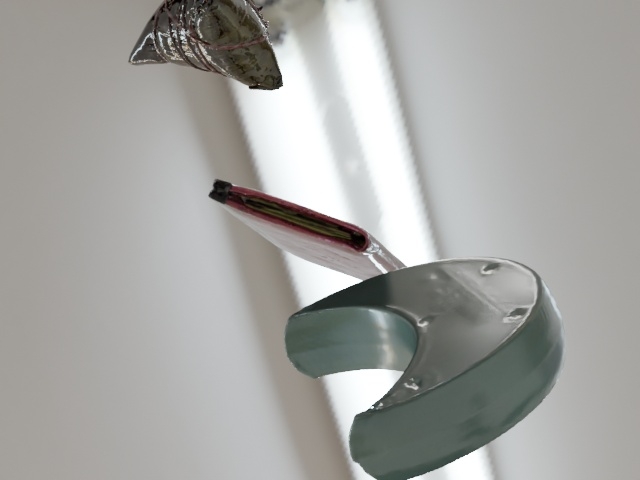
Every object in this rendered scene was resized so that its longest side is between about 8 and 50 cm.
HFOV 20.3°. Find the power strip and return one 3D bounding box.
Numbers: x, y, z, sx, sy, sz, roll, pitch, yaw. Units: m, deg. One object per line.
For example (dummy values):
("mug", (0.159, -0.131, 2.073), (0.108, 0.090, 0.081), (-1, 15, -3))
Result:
("power strip", (0.069, 0.068, 1.143), (0.167, 0.253, 0.054), (-21, -73, -4))

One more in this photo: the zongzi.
("zongzi", (-0.053, -0.117, 0.874), (0.067, 0.083, 0.073), (41, -113, -42))

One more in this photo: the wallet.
("wallet", (0.000, 0.000, 1.330), (0.232, 0.119, 0.025), (38, -107, -77))
